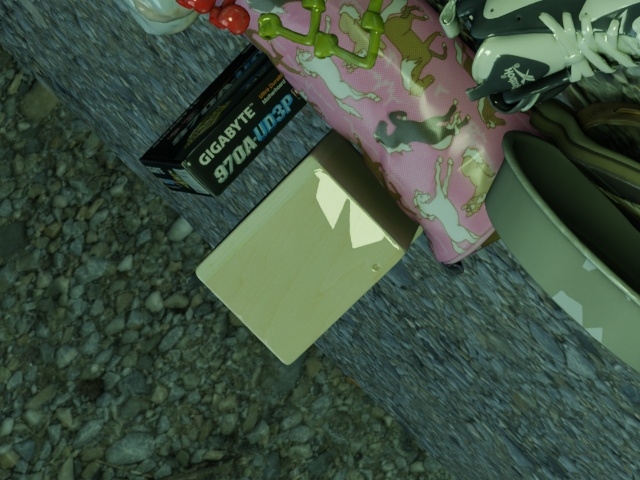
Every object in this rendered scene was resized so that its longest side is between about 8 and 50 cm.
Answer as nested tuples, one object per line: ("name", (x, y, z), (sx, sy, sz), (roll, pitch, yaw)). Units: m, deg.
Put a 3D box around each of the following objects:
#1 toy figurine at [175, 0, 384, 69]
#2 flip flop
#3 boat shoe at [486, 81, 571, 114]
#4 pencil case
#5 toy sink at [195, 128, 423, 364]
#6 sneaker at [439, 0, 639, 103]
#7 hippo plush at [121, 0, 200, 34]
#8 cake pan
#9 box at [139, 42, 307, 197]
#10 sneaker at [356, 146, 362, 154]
("toy figurine", (-0.088, -0.292, 1.539), (0.362, 0.191, 0.217), (29, 176, 44))
("flip flop", (0.244, -0.067, 1.561), (0.112, 0.080, 0.277), (43, -174, -20))
("boat shoe", (0.174, -0.142, 1.555), (0.075, 0.065, 0.206), (46, 169, 3))
("pencil case", (0.043, -0.157, 1.769), (0.386, 0.167, 0.160), (47, -146, -3))
("toy sink", (0.000, 0.000, 1.847), (0.131, 0.153, 0.234), (45, -167, -3))
("sneaker", (0.177, -0.131, 1.350), (0.235, 0.153, 0.094), (40, 169, 30))
("hippo plush", (-0.242, -0.303, 1.886), (0.294, 0.236, 0.234), (87, 174, -78))
("cake pan", (0.243, 0.027, 1.600), (0.293, 0.054, 0.293), (37, -163, -13))
("box", (-0.065, -0.137, 1.930), (0.051, 0.220, 0.175), (46, 170, -16))
("sneaker", (0.091, -0.097, 1.971), (0.236, 0.104, 0.095), (93, 158, -60))
